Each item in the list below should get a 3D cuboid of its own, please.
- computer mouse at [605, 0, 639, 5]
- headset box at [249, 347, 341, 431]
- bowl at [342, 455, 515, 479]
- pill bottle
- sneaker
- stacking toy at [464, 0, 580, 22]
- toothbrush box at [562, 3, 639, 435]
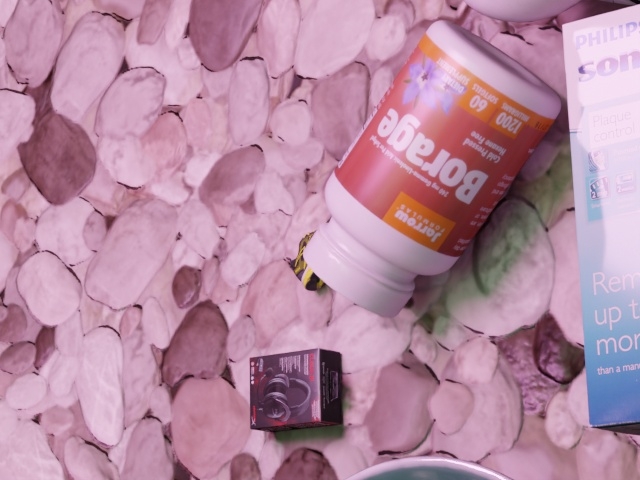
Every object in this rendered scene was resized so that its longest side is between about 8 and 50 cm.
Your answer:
[{"bbox_3d":[0.218,-0.215,1.383,0.193,0.042,0.106,23,83,40],"label":"computer mouse"},{"bbox_3d":[-0.018,0.124,1.496,0.083,0.032,0.062,-10,75,37],"label":"headset box"},{"bbox_3d":[0.113,0.314,1.277,0.311,0.163,0.311,-8,76,36],"label":"bowl"},{"bbox_3d":[0.081,-0.052,1.402,0.121,0.121,0.216,43,107,34],"label":"pill bottle"},{"bbox_3d":[0.000,0.000,1.508,0.035,0.031,0.083,38,104,36],"label":"sneaker"},{"bbox_3d":[0.264,-0.291,1.208,0.480,0.350,0.350,-37,61,36],"label":"stacking toy"},{"bbox_3d":[0.296,-0.022,1.233,0.216,0.126,0.295,-10,73,35],"label":"toothbrush box"}]
